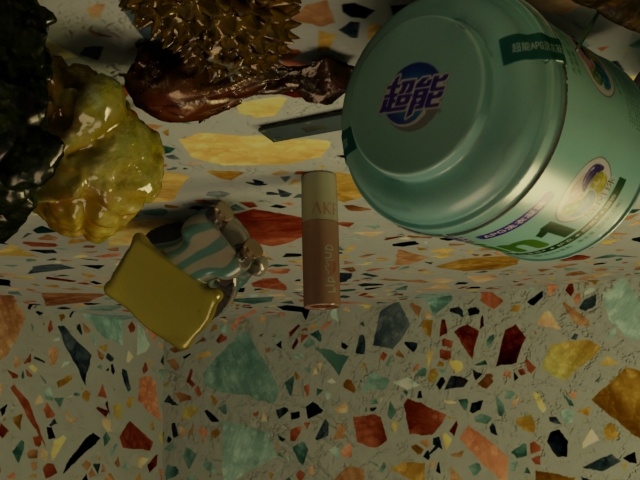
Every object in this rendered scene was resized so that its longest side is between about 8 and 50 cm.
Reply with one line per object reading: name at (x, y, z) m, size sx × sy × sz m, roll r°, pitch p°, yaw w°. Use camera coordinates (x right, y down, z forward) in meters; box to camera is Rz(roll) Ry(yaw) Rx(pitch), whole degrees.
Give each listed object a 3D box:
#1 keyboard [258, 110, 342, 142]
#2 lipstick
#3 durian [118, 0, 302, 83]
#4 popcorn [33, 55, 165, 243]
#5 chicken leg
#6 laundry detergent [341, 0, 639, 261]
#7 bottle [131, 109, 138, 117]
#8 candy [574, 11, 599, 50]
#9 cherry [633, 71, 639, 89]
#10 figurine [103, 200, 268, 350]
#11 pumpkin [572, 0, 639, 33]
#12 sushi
keyboard at (-0.010, -0.183, 1.428) m, size 0.176 × 0.014 × 0.055 m, roll -8°, pitch 165°, yaw 25°
lipstick at (0.000, 0.000, 1.689) m, size 0.070 × 0.255 × 0.070 m, roll -1°, pitch 167°, yaw 0°
durian at (-0.102, -0.246, 0.907) m, size 0.183 × 0.138 × 0.249 m, roll 0°, pitch 164°, yaw 35°
popcorn at (-0.321, -0.116, 1.152) m, size 0.192 × 0.233 × 0.266 m, roll -35°, pitch 159°, yaw -34°
chicken leg at (-0.103, -0.208, 1.174) m, size 0.304 × 0.093 × 0.113 m, roll -4°, pitch 156°, yaw -8°
laundry detergent at (0.197, -0.134, 1.065) m, size 0.287 × 0.287 × 0.305 m, roll -13°, pitch 164°, yaw 40°
bottle at (-0.357, -0.179, 1.296) m, size 0.187 × 0.069 × 0.069 m, roll 13°, pitch 161°, yaw -41°
candy at (0.302, -0.251, 0.954) m, size 0.035 × 0.123 × 0.035 m, roll 34°, pitch 171°, yaw -26°
cherry at (0.517, -0.157, 1.175) m, size 0.239 × 0.206 × 0.239 m, roll -11°, pitch 159°, yaw -4°
figurine at (-0.258, 0.027, 2.060) m, size 0.361 × 0.266 × 0.378 m, roll -36°, pitch -173°, yaw 23°
pumpkin at (0.300, -0.260, 0.648) m, size 0.139 × 0.222 × 0.317 m, roll 26°, pitch -175°, yaw -44°
sushi at (-0.381, -0.151, 0.912) m, size 0.178 × 0.294 × 0.352 m, roll 2°, pitch 169°, yaw -27°
